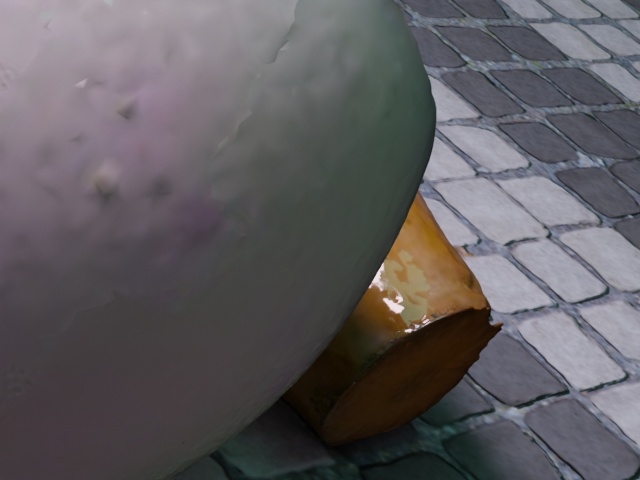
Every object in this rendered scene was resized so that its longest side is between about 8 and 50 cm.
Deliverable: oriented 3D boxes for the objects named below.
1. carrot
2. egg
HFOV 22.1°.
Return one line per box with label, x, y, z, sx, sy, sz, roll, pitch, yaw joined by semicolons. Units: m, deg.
carrot;0.000;0.000;1.068;0.196;0.196;0.254;-10;52;-47
egg;-0.166;-0.011;0.802;0.354;0.354;0.340;31;67;10
